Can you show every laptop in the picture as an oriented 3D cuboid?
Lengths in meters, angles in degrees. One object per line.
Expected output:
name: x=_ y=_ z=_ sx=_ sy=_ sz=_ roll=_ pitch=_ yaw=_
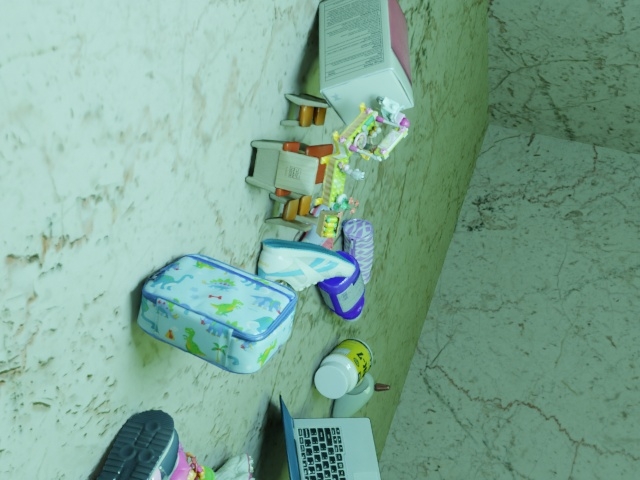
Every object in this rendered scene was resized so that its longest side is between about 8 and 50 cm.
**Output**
laptop: x=0.047 y=0.600 z=1.876 sx=0.236 sy=0.407 sz=0.382 roll=-42 pitch=-131 yaw=48

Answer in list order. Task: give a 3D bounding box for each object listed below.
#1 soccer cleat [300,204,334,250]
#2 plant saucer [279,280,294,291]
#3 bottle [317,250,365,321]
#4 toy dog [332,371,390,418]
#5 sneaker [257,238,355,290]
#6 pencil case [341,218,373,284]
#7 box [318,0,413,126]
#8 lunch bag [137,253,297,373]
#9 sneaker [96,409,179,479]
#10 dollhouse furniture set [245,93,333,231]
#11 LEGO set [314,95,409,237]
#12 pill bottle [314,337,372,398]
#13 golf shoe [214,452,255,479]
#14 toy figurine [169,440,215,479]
soccer cleat: x=0.000 y=0.000 z=1.737 sx=0.083 sy=0.095 sz=0.248 roll=89 pitch=26 yaw=-47
plant saucer: x=-0.074 y=0.106 z=1.732 sx=0.083 sy=0.015 sz=0.083 roll=15 pitch=90 yaw=-72
bottle: x=0.063 y=0.135 z=2.022 sx=0.118 sy=0.092 sz=0.283 roll=-51 pitch=155 yaw=-16
toy dog: x=0.115 y=0.546 z=2.396 sx=0.220 sy=0.160 sz=0.334 roll=-21 pitch=124 yaw=-67
sneaker: x=-0.031 y=0.057 z=1.599 sx=0.228 sy=0.087 sz=0.092 roll=9 pitch=103 yaw=-31
pencil case: x=0.102 y=0.035 z=2.075 sx=0.206 sy=0.086 sz=0.088 roll=86 pitch=19 yaw=-44
box: x=0.088 y=-0.364 z=1.478 sx=0.127 sy=0.148 sz=0.232 roll=45 pitch=38 yaw=-52
lunch bag: x=-0.156 y=0.104 z=1.170 sx=0.176 sy=0.218 sz=0.090 roll=-40 pitch=147 yaw=-59
sneaker: x=-0.306 y=0.417 z=1.147 sx=0.319 sy=0.112 sz=0.131 roll=-55 pitch=152 yaw=-42
dollhouse furniture set: x=-0.027 y=-0.145 z=1.480 sx=0.259 sy=0.135 sz=0.262 roll=-25 pitch=127 yaw=-67
LEGO set: x=0.078 y=-0.128 z=1.367 sx=0.287 sy=0.107 sz=0.132 roll=-62 pitch=148 yaw=-3
pill bottle: x=0.066 y=0.369 z=2.182 sx=0.208 sy=0.119 sz=0.119 roll=-32 pitch=134 yaw=-64
golf shoe: x=-0.203 y=0.502 z=1.543 sx=0.306 sy=0.140 sz=0.115 roll=126 pitch=-38 yaw=-82
toy figurine: x=-0.248 y=0.424 z=1.352 sx=0.173 sy=0.130 sz=0.159 roll=-82 pitch=165 yaw=-55
